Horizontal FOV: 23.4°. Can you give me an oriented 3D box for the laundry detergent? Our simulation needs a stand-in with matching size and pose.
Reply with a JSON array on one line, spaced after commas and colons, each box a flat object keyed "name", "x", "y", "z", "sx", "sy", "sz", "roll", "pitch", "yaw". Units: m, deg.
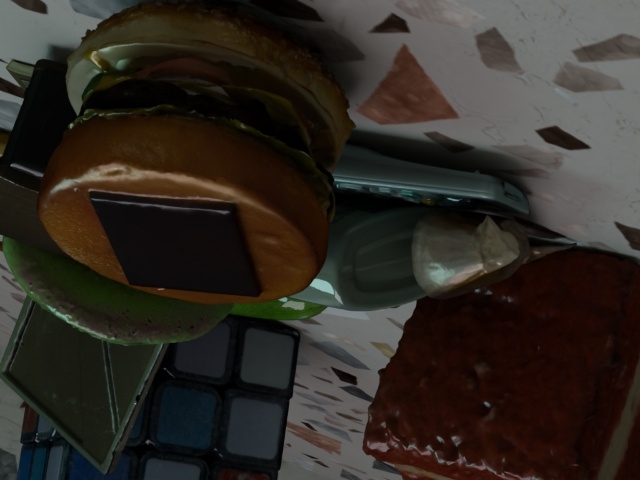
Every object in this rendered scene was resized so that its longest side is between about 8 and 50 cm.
[{"name": "laundry detergent", "x": 0.000, "y": 0.000, "z": 1.663, "sx": 0.215, "sy": 0.105, "sz": 0.280, "roll": -14, "pitch": -165, "yaw": -37}]

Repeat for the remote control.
[{"name": "remote control", "x": 0.061, "y": -0.066, "z": 1.550, "sx": 0.293, "sy": 0.051, "sz": 0.103, "roll": 11, "pitch": 178, "yaw": 30}]

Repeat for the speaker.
[{"name": "speaker", "x": -0.235, "y": -0.066, "z": 1.697, "sx": 0.231, "sy": 0.153, "sz": 0.192, "roll": 19, "pitch": 154, "yaw": -10}]

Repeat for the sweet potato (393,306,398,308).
[{"name": "sweet potato", "x": 0.080, "y": 0.036, "z": 1.854, "sx": 0.055, "sy": 0.058, "sz": 0.202, "roll": 63, "pitch": -179, "yaw": 32}]

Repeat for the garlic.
[{"name": "garlic", "x": 0.165, "y": 0.012, "z": 1.533, "sx": 0.129, "sy": 0.090, "sz": 0.198, "roll": -7, "pitch": 172, "yaw": 27}]

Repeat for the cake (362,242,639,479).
[{"name": "cake", "x": 0.238, "y": 0.179, "z": 1.709, "sx": 0.270, "sy": 0.269, "sz": 0.319, "roll": 11, "pitch": 159, "yaw": 32}]

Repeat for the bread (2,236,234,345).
[{"name": "bread", "x": -0.224, "y": 0.007, "z": 1.815, "sx": 0.301, "sy": 0.301, "sz": 0.045, "roll": 24, "pitch": 131, "yaw": -6}]

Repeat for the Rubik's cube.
[{"name": "Rubik's cube", "x": -0.274, "y": 0.290, "z": 2.457, "sx": 0.362, "sy": 0.358, "sz": 0.363, "roll": 10, "pitch": 166, "yaw": -25}]

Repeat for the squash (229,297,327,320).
[{"name": "squash", "x": -0.135, "y": 0.047, "z": 2.082, "sx": 0.379, "sy": 0.101, "sz": 0.101, "roll": 11, "pitch": 160, "yaw": 36}]

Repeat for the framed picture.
[{"name": "framed picture", "x": -0.324, "y": 0.131, "z": 2.166, "sx": 0.247, "sy": 0.335, "sz": 0.022, "roll": 38, "pitch": -150, "yaw": 23}]

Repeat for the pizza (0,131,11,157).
[{"name": "pizza", "x": -0.366, "y": -0.080, "z": 2.048, "sx": 0.246, "sy": 0.058, "sz": 0.127, "roll": 34, "pitch": 161, "yaw": -27}]

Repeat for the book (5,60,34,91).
[{"name": "book", "x": -0.269, "y": -0.143, "z": 1.799, "sx": 0.138, "sy": 0.016, "sz": 0.198, "roll": 16, "pitch": 162, "yaw": 20}]

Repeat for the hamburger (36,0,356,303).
[{"name": "hamburger", "x": -0.111, "y": -0.085, "z": 1.398, "sx": 0.291, "sy": 0.225, "sz": 0.291, "roll": 11, "pitch": 153, "yaw": 6}]
